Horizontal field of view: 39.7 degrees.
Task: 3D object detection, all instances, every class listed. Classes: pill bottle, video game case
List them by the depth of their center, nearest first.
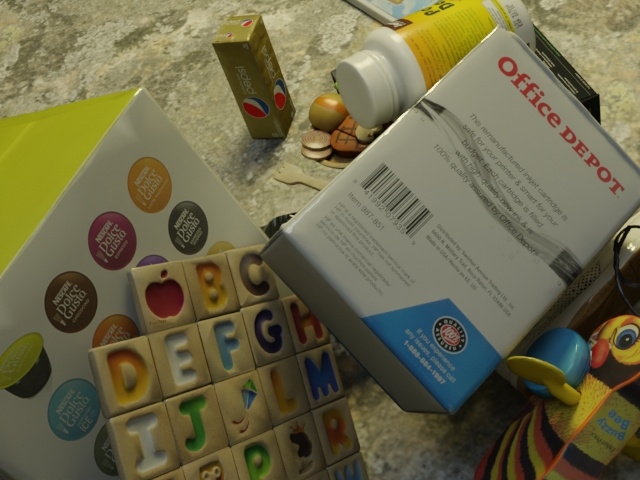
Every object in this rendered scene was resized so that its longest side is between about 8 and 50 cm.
[{"bbox_3d":[0.130,-0.206,1.014,0.215,0.117,0.117,-26,46,-17],"label":"pill bottle"},{"bbox_3d":[0.146,-0.437,1.474,0.193,0.023,0.212,-35,48,-12],"label":"video game case"}]

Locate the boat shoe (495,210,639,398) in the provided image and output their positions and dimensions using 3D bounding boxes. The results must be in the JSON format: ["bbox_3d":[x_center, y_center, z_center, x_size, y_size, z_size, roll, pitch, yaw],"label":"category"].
[{"bbox_3d":[0.280,0.043,0.956,0.277,0.098,0.096,-41,50,-15],"label":"boat shoe"}]

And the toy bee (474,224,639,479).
[{"bbox_3d":[0.259,0.127,0.805,0.162,0.195,0.298,-161,84,-69],"label":"toy bee"}]

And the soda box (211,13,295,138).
[{"bbox_3d":[-0.093,-0.232,1.272,0.058,0.181,0.061,1,50,21],"label":"soda box"}]

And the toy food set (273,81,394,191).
[{"bbox_3d":[0.035,-0.139,1.069,0.132,0.038,0.192,21,64,35],"label":"toy food set"}]

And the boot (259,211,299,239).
[{"bbox_3d":[0.001,-0.002,1.055,0.189,0.208,0.076,-2,81,-9],"label":"boot"}]

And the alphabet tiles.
[{"bbox_3d":[-0.064,0.178,0.806,0.011,0.285,0.343,-20,84,40],"label":"alphabet tiles"}]

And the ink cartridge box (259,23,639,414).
[{"bbox_3d":[0.130,-0.018,0.862,0.307,0.129,0.223,-44,92,-18],"label":"ink cartridge box"}]

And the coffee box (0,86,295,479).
[{"bbox_3d":[-0.271,0.095,0.896,0.338,0.334,0.338,-2,48,39],"label":"coffee box"}]

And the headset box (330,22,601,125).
[{"bbox_3d":[0.174,-0.154,1.144,0.283,0.131,0.246,-24,47,-1],"label":"headset box"}]
